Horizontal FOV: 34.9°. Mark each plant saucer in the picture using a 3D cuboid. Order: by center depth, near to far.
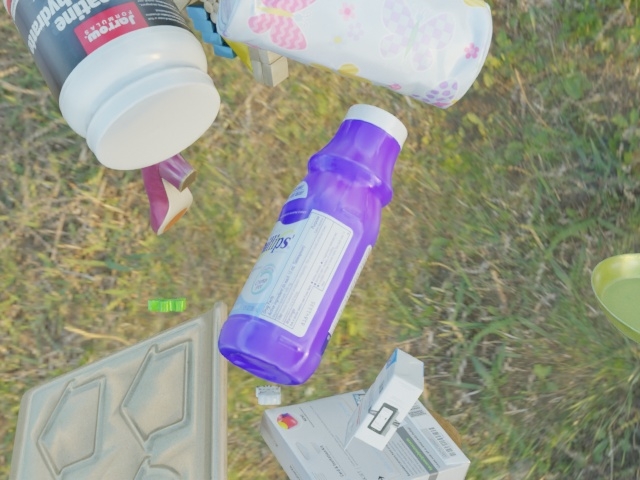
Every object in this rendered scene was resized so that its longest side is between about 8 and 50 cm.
[{"bbox_3d":[0.485,0.096,1.394,0.241,0.241,0.037,22,123,19],"label":"plant saucer"}]

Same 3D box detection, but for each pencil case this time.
[{"bbox_3d":[0.033,-0.224,1.012,0.273,0.113,0.124,16,89,-19],"label":"pencil case"}]

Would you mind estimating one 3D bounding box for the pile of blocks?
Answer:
[{"bbox_3d":[-0.164,-0.414,1.676,0.362,0.112,0.149,54,142,-8],"label":"pile of blocks"}]

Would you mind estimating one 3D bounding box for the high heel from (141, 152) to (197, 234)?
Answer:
[{"bbox_3d":[-0.286,-0.098,1.774,0.117,0.244,0.082,43,65,6],"label":"high heel"}]

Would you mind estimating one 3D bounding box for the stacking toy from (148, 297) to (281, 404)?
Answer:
[{"bbox_3d":[-0.161,0.172,1.612,0.221,0.052,0.167,1,100,-7],"label":"stacking toy"}]

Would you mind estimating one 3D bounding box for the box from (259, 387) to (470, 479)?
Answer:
[{"bbox_3d":[0.048,0.227,1.121,0.145,0.186,0.038,48,134,44],"label":"box"}]

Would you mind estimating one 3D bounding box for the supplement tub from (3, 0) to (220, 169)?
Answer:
[{"bbox_3d":[-0.261,-0.245,1.276,0.191,0.191,0.272,-35,72,11],"label":"supplement tub"}]

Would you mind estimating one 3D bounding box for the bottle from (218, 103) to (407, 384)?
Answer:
[{"bbox_3d":[0.000,0.000,0.996,0.092,0.118,0.282,30,74,-15],"label":"bottle"}]

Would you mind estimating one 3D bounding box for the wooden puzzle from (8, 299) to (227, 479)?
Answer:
[{"bbox_3d":[-0.220,0.266,1.131,0.348,0.080,0.322,-28,44,25],"label":"wooden puzzle"}]

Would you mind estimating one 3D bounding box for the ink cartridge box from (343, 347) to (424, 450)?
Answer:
[{"bbox_3d":[0.052,0.136,0.833,0.028,0.048,0.083,29,112,-5],"label":"ink cartridge box"}]

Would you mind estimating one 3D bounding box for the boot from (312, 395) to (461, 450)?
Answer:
[{"bbox_3d":[0.096,0.282,1.485,0.112,0.305,0.115,-17,47,46],"label":"boot"}]
